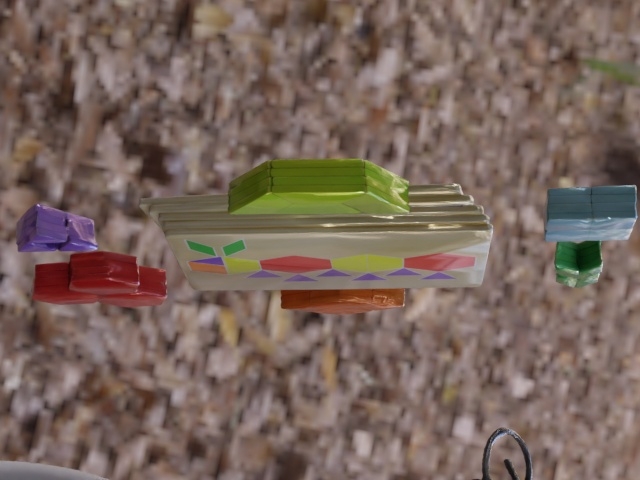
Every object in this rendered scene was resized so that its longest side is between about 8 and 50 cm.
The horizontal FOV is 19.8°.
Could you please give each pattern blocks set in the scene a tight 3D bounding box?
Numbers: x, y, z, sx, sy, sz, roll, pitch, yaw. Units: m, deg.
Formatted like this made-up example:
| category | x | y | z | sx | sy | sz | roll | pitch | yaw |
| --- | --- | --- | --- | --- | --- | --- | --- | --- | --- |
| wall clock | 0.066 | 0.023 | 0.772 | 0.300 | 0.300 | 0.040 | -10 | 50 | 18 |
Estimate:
| category | x | y | z | sx | sy | sz | roll | pitch | yaw |
| --- | --- | --- | --- | --- | --- | --- | --- | --- | --- |
| pattern blocks set | 0.000 | 0.000 | 0.991 | 0.285 | 0.325 | 0.026 | 114 | -23 | -75 |

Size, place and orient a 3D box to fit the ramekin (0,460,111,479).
| category | x | y | z | sx | sy | sz | roll | pitch | yaw |
| --- | --- | --- | --- | --- | --- | --- | --- | --- | --- |
| ramekin | -0.212 | 0.253 | 1.072 | 0.277 | 0.277 | 0.135 | -45 | 138 | -60 |

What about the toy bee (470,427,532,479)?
| category | x | y | z | sx | sy | sz | roll | pitch | yaw |
| --- | --- | --- | --- | --- | --- | --- | --- | --- | --- |
| toy bee | 0.073 | 0.291 | 1.141 | 0.195 | 0.162 | 0.298 | 42 | 45 | -44 |
